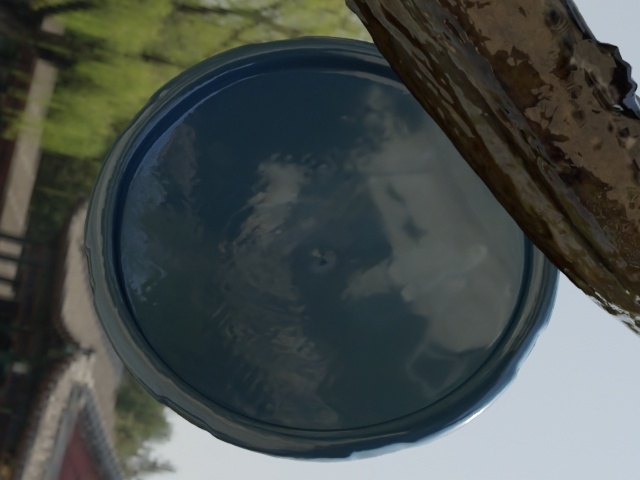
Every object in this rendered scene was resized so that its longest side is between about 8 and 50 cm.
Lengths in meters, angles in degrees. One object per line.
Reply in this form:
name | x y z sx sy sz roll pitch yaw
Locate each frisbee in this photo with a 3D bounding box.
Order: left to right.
frisbee | 0.001 0.003 0.823 0.049 0.289 0.290 96 0 -63

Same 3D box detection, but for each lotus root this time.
lotus root | 0.094 -0.055 0.601 0.078 0.329 0.167 -35 180 7
